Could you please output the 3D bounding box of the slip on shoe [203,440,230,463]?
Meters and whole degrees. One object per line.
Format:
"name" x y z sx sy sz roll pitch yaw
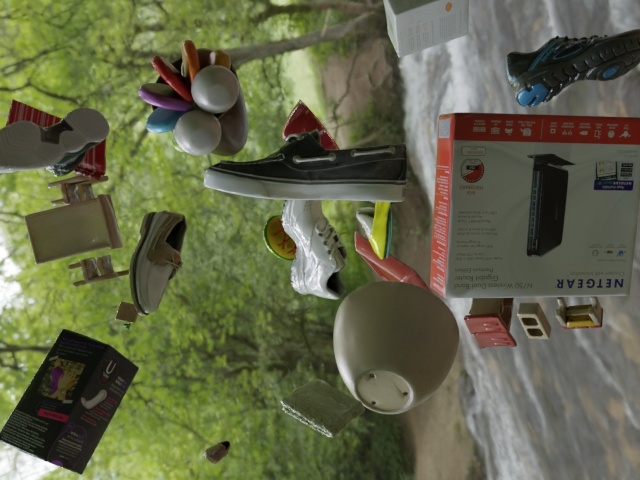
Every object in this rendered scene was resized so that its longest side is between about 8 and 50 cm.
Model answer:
"slip on shoe" -0.293 0.604 1.692 0.051 0.041 0.135 36 177 18

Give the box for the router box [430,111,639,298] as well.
"router box" 0.364 -0.058 0.997 0.082 0.335 0.302 -130 40 -78

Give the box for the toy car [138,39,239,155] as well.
"toy car" -0.223 -0.237 0.962 0.182 0.136 0.159 -63 33 20

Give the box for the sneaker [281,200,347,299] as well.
"sneaker" 0.000 0.000 1.282 0.129 0.111 0.297 17 132 35

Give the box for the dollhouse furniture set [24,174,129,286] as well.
"dollhouse furniture set" -0.748 -0.044 1.975 0.394 0.256 0.363 -44 -59 -85

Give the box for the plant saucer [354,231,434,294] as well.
"plant saucer" 0.227 0.102 1.804 0.258 0.048 0.259 36 174 39

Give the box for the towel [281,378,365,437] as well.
"towel" 0.003 0.328 1.172 0.148 0.110 0.027 20 126 41

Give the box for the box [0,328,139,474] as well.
"box" -0.571 0.369 1.357 0.165 0.143 0.271 73 -143 -57

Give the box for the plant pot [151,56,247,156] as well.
"plant pot" -0.271 -0.309 1.471 0.230 0.215 0.216 59 -171 -67

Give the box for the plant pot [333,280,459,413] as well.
"plant pot" 0.150 0.256 1.268 0.191 0.283 0.284 -66 -38 -55

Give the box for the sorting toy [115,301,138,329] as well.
"sorting toy" -0.578 0.225 1.758 0.012 0.062 0.083 33 104 60

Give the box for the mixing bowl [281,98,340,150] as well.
"mixing bowl" -0.034 -0.259 1.511 0.181 0.098 0.181 51 -178 -3

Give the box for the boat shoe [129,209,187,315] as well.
"boat shoe" -0.408 0.046 1.502 0.113 0.103 0.303 71 -166 -56

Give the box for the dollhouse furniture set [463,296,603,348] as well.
"dollhouse furniture set" 0.621 0.187 1.708 0.152 0.373 0.201 53 -135 -33

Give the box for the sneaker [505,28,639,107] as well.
"sneaker" 0.609 -0.441 1.393 0.125 0.340 0.140 65 -171 -61

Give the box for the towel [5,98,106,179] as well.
"towel" -0.747 -0.288 1.682 0.274 0.031 0.199 20 -140 -35

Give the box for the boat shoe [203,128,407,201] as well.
"boat shoe" -0.020 -0.113 0.871 0.108 0.300 0.102 -89 1 -80

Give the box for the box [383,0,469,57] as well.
"box" 0.237 -0.511 1.321 0.130 0.170 0.091 68 -175 -60

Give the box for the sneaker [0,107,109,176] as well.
"sneaker" -0.573 -0.180 1.221 0.153 0.268 0.101 -33 92 45

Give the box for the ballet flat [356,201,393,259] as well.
"ballet flat" 0.109 -0.069 1.129 0.077 0.077 0.231 -79 -4 -57

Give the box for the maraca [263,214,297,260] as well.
"maraca" -0.084 0.002 1.668 0.185 0.099 0.127 32 -120 -28
